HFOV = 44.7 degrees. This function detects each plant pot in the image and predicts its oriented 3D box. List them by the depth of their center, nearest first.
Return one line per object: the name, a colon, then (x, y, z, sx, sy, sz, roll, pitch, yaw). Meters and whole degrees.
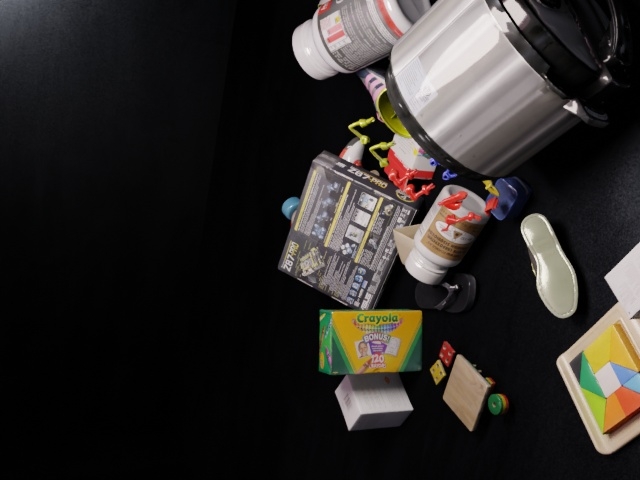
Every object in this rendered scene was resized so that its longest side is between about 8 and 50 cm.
plant pot: (0.262, 0.020, 2.044, 0.109, 0.109, 0.096, -147, 52, -60)

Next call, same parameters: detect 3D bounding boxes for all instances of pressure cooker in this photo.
pressure cooker: (0.379, -0.355, 1.492, 0.420, 0.370, 0.375, -41, 14, 40)

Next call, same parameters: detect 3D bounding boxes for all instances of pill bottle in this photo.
pill bottle: (0.302, -0.009, 1.894, 0.229, 0.131, 0.131, -62, 36, 30)
pill bottle: (0.108, -0.588, 2.149, 0.363, 0.210, 0.210, -18, 71, 39)

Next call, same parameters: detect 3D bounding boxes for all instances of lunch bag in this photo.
lunch bag: (0.425, -0.093, 1.755, 0.067, 0.065, 0.098, 52, 134, 31)

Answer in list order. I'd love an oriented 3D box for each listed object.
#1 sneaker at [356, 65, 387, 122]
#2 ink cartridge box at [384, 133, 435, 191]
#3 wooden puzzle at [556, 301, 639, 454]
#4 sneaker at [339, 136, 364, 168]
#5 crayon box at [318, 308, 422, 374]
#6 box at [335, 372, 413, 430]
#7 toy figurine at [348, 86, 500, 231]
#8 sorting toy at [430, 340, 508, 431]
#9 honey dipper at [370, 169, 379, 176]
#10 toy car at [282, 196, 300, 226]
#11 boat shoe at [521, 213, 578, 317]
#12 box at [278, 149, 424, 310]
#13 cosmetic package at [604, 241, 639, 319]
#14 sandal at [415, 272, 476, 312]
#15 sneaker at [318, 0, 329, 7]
sneaker: (0.175, -0.415, 2.234, 0.319, 0.112, 0.131, 53, 132, 54)
ink cartridge box: (0.259, -0.257, 2.088, 0.134, 0.078, 0.231, -122, 42, -50)
wooden puzzle: (0.558, 0.260, 1.480, 0.238, 0.044, 0.221, -59, 38, 45)
sneaker: (0.101, -0.166, 2.344, 0.145, 0.090, 0.270, 32, 97, 25)
crayon box: (0.135, 0.267, 2.079, 0.081, 0.279, 0.165, 177, 94, -65)
box: (0.148, 0.445, 2.163, 0.091, 0.171, 0.130, -62, 36, 40)
toy figurine: (0.264, -0.227, 1.753, 0.191, 0.362, 0.217, -34, 16, 44)
sorting toy: (0.359, 0.360, 1.878, 0.274, 0.046, 0.132, 48, 131, 54)
honey dipper: (0.133, -0.190, 2.405, 0.161, 0.031, 0.030, 168, 103, -68)
toy car: (0.000, 0.000, 2.492, 0.219, 0.210, 0.238, 47, 143, 40)
boat shoe: (0.484, 0.055, 1.624, 0.081, 0.069, 0.227, -20, 69, 20)
box: (0.076, -0.014, 2.216, 0.097, 0.318, 0.394, -51, -17, -55)
cosmetic package: (0.612, 0.032, 1.366, 0.239, 0.060, 0.099, 119, 145, -44)
sandal: (0.309, 0.140, 1.985, 0.254, 0.055, 0.097, -21, 69, 62)
sneaker: (0.127, -0.753, 2.331, 0.385, 0.145, 0.147, 22, 90, 54)
